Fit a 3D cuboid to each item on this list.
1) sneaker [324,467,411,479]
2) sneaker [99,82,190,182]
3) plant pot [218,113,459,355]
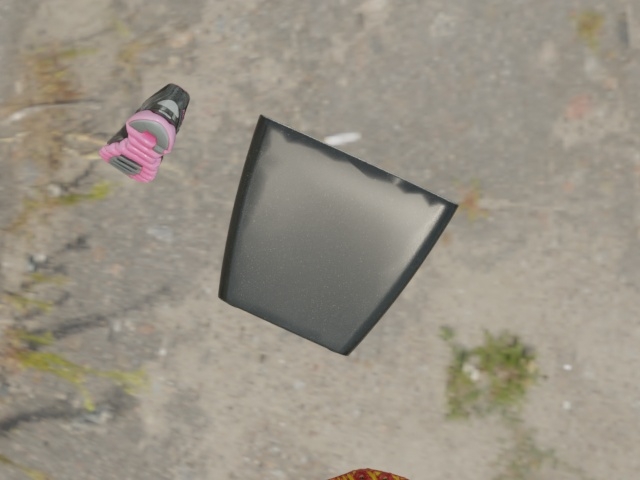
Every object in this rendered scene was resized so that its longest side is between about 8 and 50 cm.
[{"bbox_3d":[0.018,0.258,1.505,0.175,0.064,0.067,-6,138,5],"label":"sneaker"},{"bbox_3d":[-0.130,-0.085,1.225,0.047,0.119,0.057,33,63,-15],"label":"sneaker"},{"bbox_3d":[0.000,0.000,1.452,0.187,0.188,0.167,25,93,-1],"label":"plant pot"}]
